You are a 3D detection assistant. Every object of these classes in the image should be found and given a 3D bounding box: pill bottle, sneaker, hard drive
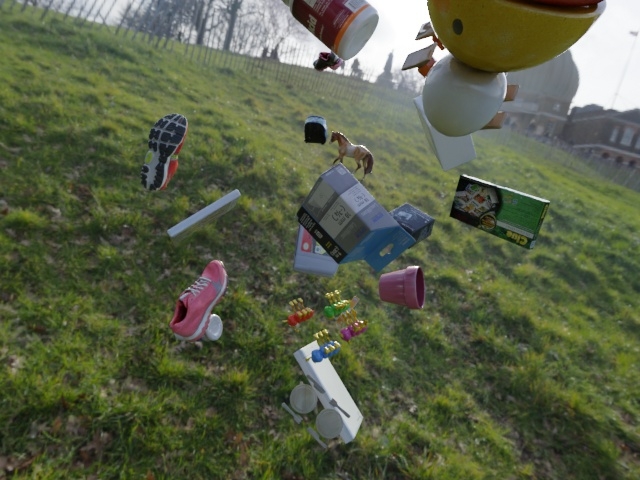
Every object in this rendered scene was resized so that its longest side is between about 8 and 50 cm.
[{"bbox_3d":[-0.537,0.386,1.746,0.187,0.111,0.112,-8,2,19],"label":"pill bottle"},{"bbox_3d":[0.011,-0.529,1.166,0.057,0.047,0.119,31,-6,-40],"label":"sneaker"},{"bbox_3d":[0.020,-0.931,1.588,0.392,0.224,0.224,44,14,5],"label":"pill bottle"},{"bbox_3d":[0.035,0.557,1.517,0.352,0.047,0.233,58,9,13],"label":"hard drive"},{"bbox_3d":[-0.443,0.206,1.456,0.116,0.313,0.136,7,-21,32],"label":"sneaker"},{"bbox_3d":[-0.528,-0.298,1.363,0.108,0.278,0.118,25,5,-1],"label":"sneaker"}]

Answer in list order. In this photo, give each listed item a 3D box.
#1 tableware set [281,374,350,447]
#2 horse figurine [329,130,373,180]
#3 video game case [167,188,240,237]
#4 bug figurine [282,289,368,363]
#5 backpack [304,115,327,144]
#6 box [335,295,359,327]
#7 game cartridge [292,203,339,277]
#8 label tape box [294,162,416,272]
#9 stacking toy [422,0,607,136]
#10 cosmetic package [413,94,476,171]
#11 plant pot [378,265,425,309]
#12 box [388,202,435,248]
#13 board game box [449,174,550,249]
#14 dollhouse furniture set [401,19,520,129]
[{"bbox_3d":[-0.015,0.540,1.262,0.194,0.128,0.039,41,-24,13],"label":"tableware set"},{"bbox_3d":[0.139,-0.368,1.763,0.264,0.174,0.066,25,13,31],"label":"horse figurine"},{"bbox_3d":[-0.351,-0.067,1.202,0.227,0.026,0.206,-35,5,-18],"label":"video game case"},{"bbox_3d":[0.018,0.251,1.173,0.217,0.072,0.279,-20,27,-16],"label":"bug figurine"},{"bbox_3d":[-0.019,-0.491,1.751,0.105,0.084,0.114,8,-34,9],"label":"backpack"},{"bbox_3d":[0.113,0.283,1.606,0.028,0.081,0.136,35,58,15],"label":"box"},{"bbox_3d":[0.000,0.000,1.650,0.196,0.293,0.060,12,-21,-15],"label":"game cartridge"},{"bbox_3d":[0.096,-0.039,1.263,0.333,0.240,0.106,47,54,7],"label":"label tape box"},{"bbox_3d":[0.238,-0.318,0.453,0.352,0.479,0.350,5,49,-5],"label":"stacking toy"},{"bbox_3d":[0.476,-0.431,1.534,0.224,0.138,0.224,54,18,-41],"label":"cosmetic package"},{"bbox_3d":[0.374,0.218,1.845,0.181,0.201,0.201,-4,1,27],"label":"plant pot"},{"bbox_3d":[0.370,-0.065,1.692,0.158,0.093,0.156,-28,49,-33],"label":"box"},{"bbox_3d":[0.489,-0.086,1.121,0.031,0.136,0.260,-7,27,-36],"label":"board game box"},{"bbox_3d":[0.326,-0.414,0.915,0.262,0.258,0.135,27,-5,-30],"label":"dollhouse furniture set"}]
